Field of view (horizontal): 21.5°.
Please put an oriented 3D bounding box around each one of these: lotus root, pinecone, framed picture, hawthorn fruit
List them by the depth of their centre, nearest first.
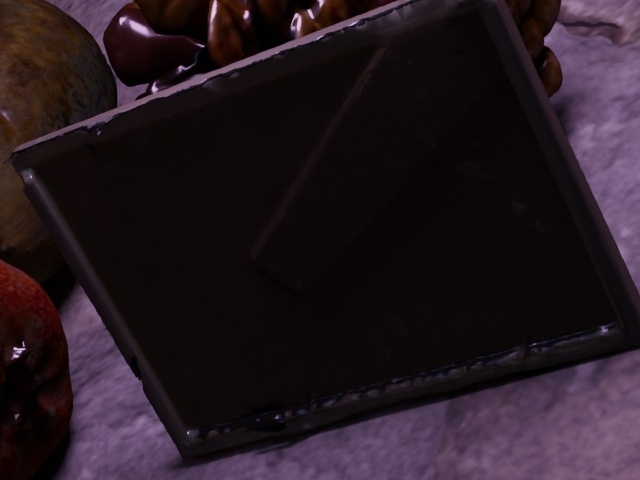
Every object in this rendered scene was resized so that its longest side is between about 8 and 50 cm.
[{"bbox_3d":[0.000,0.000,0.850,0.281,0.209,0.019,-16,23,25],"label":"framed picture"},{"bbox_3d":[-0.003,-0.113,0.964,0.264,0.264,0.264,-23,36,19],"label":"pinecone"},{"bbox_3d":[-0.242,0.082,1.005,0.188,0.169,0.169,2,50,39],"label":"hawthorn fruit"},{"bbox_3d":[-0.222,-0.075,1.163,0.152,0.160,0.275,-16,36,11],"label":"lotus root"}]
